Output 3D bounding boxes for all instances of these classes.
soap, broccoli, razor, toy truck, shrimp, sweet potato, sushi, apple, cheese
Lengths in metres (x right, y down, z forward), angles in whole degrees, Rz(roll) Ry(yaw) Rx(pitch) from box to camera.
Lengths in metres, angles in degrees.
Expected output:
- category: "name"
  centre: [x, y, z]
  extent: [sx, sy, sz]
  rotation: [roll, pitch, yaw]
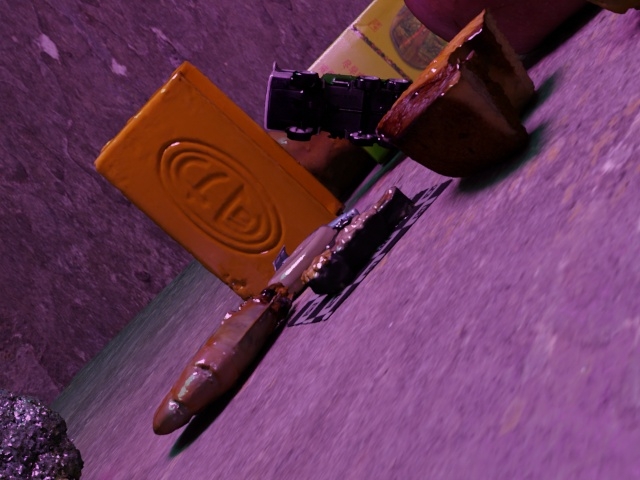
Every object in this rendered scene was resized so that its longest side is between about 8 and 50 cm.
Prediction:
- category: "soap"
  centre: [-0.142, -0.073, 1.939]
  extent: [0.204, 0.324, 0.096]
  rotation: [-46, 11, 16]
- category: "broccoli"
  centre: [-0.438, 0.330, 1.812]
  extent: [0.270, 0.270, 0.270]
  rotation: [-49, -28, -24]
- category: "razor"
  centre: [0.000, 0.000, 1.860]
  extent: [0.135, 0.040, 0.068]
  rotation: [-36, 10, 21]
- category: "toy truck"
  centre: [0.041, -0.195, 1.962]
  extent: [0.125, 0.242, 0.101]
  rotation: [-93, 9, -73]
- category: "shrimp"
  centre: [-0.111, 0.136, 1.606]
  extent: [0.267, 0.061, 0.145]
  rotation: [-54, 1, -38]
- category: "sweet potato"
  centre: [0.033, -0.182, 2.216]
  extent: [0.158, 0.158, 0.370]
  rotation: [-39, 6, 46]
- category: "sushi"
  centre: [0.035, 0.000, 1.538]
  extent: [0.215, 0.050, 0.192]
  rotation: [-47, 7, -14]
- category: "apple"
  centre: [0.239, -0.363, 1.674]
  extent: [0.306, 0.235, 0.306]
  rotation: [-45, 3, 3]
- category: "cheese"
  centre: [-0.046, 0.059, 1.739]
  extent: [0.192, 0.037, 0.097]
  rotation: [-49, 6, -32]

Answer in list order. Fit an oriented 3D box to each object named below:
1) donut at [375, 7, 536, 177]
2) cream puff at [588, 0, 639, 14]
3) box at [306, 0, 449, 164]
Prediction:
- category: "donut"
  centre: [0.141, -0.126, 1.391]
  extent: [0.151, 0.112, 0.295]
  rotation: [-46, 5, 23]
- category: "cream puff"
  centre: [0.319, -0.329, 1.324]
  extent: [0.281, 0.185, 0.282]
  rotation: [-14, 46, 15]
- category: "box"
  centre: [0.143, -0.298, 2.082]
  extent: [0.335, 0.187, 0.047]
  rotation: [-46, -12, 3]
